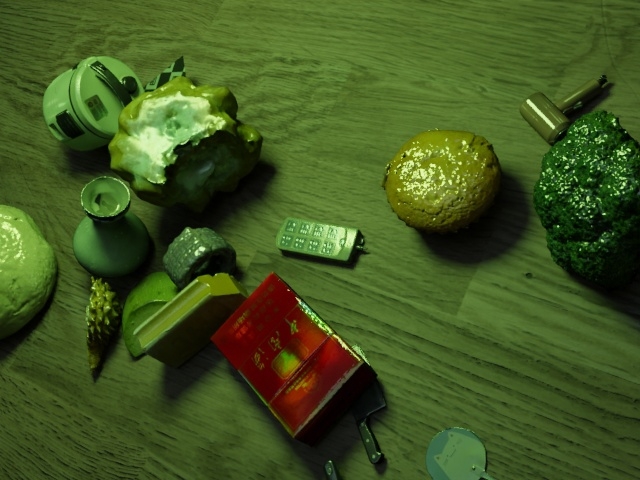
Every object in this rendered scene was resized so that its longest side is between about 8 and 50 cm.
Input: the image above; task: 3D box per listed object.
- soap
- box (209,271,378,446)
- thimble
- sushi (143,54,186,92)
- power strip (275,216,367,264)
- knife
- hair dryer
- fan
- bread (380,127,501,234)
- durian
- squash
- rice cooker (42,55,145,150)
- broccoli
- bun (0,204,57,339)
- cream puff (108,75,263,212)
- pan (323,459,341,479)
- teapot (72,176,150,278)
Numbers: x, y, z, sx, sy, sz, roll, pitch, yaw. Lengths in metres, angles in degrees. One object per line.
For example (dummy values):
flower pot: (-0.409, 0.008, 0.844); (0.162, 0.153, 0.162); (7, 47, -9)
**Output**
soap: (-0.269, 0.166, 1.736); (0.232, 0.140, 0.073); (-39, 59, 3)
box: (-0.059, 0.233, 1.625); (0.197, 0.089, 0.313); (-47, 53, -3)
thimble: (-0.269, 0.047, 1.793); (0.150, 0.150, 0.098); (-46, 54, -2)
sushi: (-0.406, -0.329, 2.100); (0.231, 0.047, 0.220); (-30, 56, 29)
power strip: (0.000, 0.000, 1.757); (0.226, 0.029, 0.080); (10, 70, 29)
knife: (0.088, 0.312, 1.565); (0.072, 0.019, 0.245); (-28, 54, 11)
hair dryer: (0.510, -0.278, 1.639); (0.181, 0.064, 0.117); (-34, 56, 0)
fan: (0.268, 0.404, 1.439); (0.175, 0.005, 0.113); (25, 78, 33)
bread: (0.252, -0.112, 1.627); (0.239, 0.139, 0.240); (-11, 61, 21)
durian: (-0.503, 0.196, 1.869); (0.078, 0.140, 0.225); (3, 82, -19)
squash: (-0.398, 0.144, 1.842); (0.191, 0.085, 0.184); (-32, 57, 6)
rice cooker: (-0.577, -0.347, 2.074); (0.244, 0.226, 0.226); (-12, 59, 39)
broccoli: (0.522, -0.081, 1.429); (0.283, 0.304, 0.322); (-4, 62, -10)
bun: (-0.843, 0.069, 2.007); (0.348, 0.227, 0.353); (15, 74, 29)
cream puff: (-0.319, -0.220, 1.873); (0.323, 0.270, 0.274); (-35, 73, -4)
pan: (0.050, 0.517, 1.472); (0.136, 0.028, 0.235); (-23, 61, 13)
teapot: (-0.486, -0.032, 1.863); (0.183, 0.251, 0.184); (5, 58, -8)
